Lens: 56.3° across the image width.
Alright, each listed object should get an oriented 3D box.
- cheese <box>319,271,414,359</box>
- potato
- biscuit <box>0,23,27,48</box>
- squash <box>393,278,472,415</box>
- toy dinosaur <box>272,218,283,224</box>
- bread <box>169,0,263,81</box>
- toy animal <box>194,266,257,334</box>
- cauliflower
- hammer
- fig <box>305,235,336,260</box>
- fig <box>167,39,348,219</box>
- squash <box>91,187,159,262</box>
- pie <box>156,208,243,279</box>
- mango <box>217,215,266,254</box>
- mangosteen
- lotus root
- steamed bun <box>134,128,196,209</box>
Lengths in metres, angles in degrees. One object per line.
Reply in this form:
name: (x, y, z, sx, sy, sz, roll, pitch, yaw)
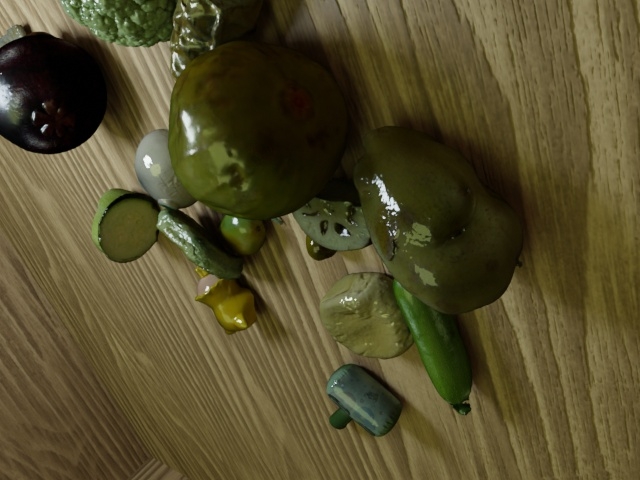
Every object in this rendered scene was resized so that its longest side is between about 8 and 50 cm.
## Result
cheese: (0.114, 0.177, 1.355, 0.226, 0.117, 0.214, -16, 117, 46)
potato: (0.185, -0.042, 1.005, 0.218, 0.202, 0.351, -41, 84, 17)
biscuit: (-0.911, -0.553, 1.796, 0.290, 0.038, 0.141, 0, 123, 47)
squash: (0.248, 0.213, 1.260, 0.101, 0.101, 0.378, -4, 115, 47)
toy dinosaur: (-0.235, -0.176, 1.405, 0.383, 0.076, 0.129, 52, 175, 5)
bread: (-0.209, -0.386, 1.147, 0.152, 0.129, 0.267, 15, 147, -12)
toy animal: (-0.280, 0.164, 1.721, 0.229, 0.156, 0.156, 56, 143, -4)
cauliflower: (-0.374, -0.511, 1.155, 0.272, 0.276, 0.250, 178, 95, -83)
hammer: (0.089, 0.466, 1.655, 0.206, 0.119, 0.335, 41, 150, 10)
fig: (0.000, 0.000, 1.345, 0.087, 0.074, 0.074, 67, 149, 21)
fig: (-0.127, -0.189, 1.109, 0.344, 0.343, 0.343, 27, 139, 27)
squash: (-0.598, -0.049, 1.786, 0.133, 0.220, 0.220, 18, 134, 30)
pie: (-0.320, 0.011, 1.582, 0.277, 0.078, 0.277, 37, 179, 1)
mango: (-0.198, -0.021, 1.522, 0.122, 0.085, 0.191, 39, 156, -4)
mangosteen: (-0.719, -0.393, 1.559, 0.347, 0.307, 0.306, -124, 25, -42)
lotus root: (0.058, -0.055, 1.193, 0.235, 0.119, 0.138, 5, 126, 40)
steamed bun: (-0.388, -0.166, 1.506, 0.177, 0.131, 0.228, 43, 158, 23)
